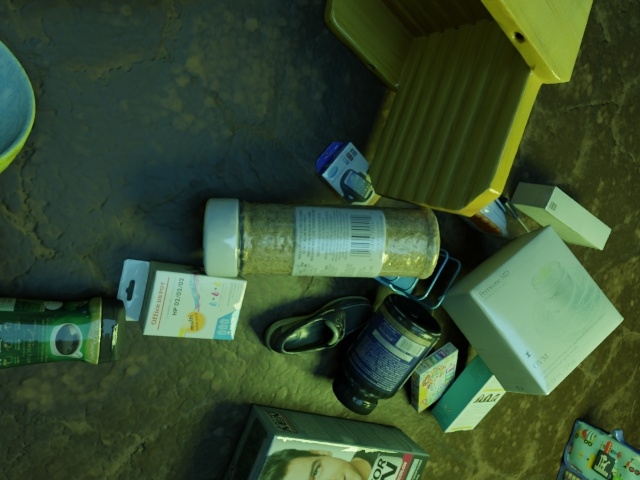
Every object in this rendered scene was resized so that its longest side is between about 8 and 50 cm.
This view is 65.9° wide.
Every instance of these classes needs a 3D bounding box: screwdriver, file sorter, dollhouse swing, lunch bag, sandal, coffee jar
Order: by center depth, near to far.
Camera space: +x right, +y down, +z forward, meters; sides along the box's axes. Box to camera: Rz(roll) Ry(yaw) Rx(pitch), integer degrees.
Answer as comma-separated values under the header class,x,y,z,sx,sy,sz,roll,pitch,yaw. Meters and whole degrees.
class,x,y,z,sx,sy,sz,roll,pitch,yaw
coffee jar,-0.373,0.127,0.694,0.185,0.079,0.096,4,100,-26
dollhouse swing,0.125,-0.253,0.712,0.315,0.347,0.304,35,85,-30
file sorter,0.165,0.039,0.944,0.170,0.104,0.118,33,85,-29
sandal,0.306,-0.086,0.990,0.265,0.102,0.076,33,87,-28
screwdriver,0.453,-0.046,1.130,0.170,0.025,0.024,39,82,-38
lunch bag,0.794,0.653,1.357,0.138,0.221,0.292,0,102,-28

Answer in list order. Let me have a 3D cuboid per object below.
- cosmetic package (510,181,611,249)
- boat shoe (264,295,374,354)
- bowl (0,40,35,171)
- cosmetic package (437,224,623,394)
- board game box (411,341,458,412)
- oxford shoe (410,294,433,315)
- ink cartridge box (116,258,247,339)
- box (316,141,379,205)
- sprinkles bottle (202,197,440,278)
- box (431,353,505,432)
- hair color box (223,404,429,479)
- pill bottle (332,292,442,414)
class,x,y,z,sx,sy,sz,roll,pitch,yaw
cosmetic package,0.551,-0.056,1.129,0.239,0.099,0.060,25,87,-31
boat shoe,0.011,0.164,0.911,0.224,0.073,0.080,-13,107,-25
bowl,-0.476,-0.128,0.518,0.290,0.289,0.156,19,136,-30
cosmetic package,0.393,0.130,0.938,0.224,0.138,0.224,-35,85,-18
board game box,0.243,0.296,1.060,0.104,0.026,0.154,-28,136,-19
oxford shoe,0.178,0.210,1.024,0.076,0.076,0.212,21,95,-55
ink cartridge box,-0.220,0.094,0.779,0.182,0.062,0.104,10,98,-29
box,0.055,-0.114,0.893,0.081,0.028,0.136,-51,121,-8
sprinkles bottle,0.000,0.000,0.778,0.356,0.121,0.121,2,102,-9
box,0.351,0.316,1.080,0.101,0.060,0.244,10,120,-35
hair color box,0.015,0.453,0.962,0.375,0.114,0.185,21,92,-29
pill bottle,0.118,0.219,0.933,0.123,0.122,0.219,24,109,-30
